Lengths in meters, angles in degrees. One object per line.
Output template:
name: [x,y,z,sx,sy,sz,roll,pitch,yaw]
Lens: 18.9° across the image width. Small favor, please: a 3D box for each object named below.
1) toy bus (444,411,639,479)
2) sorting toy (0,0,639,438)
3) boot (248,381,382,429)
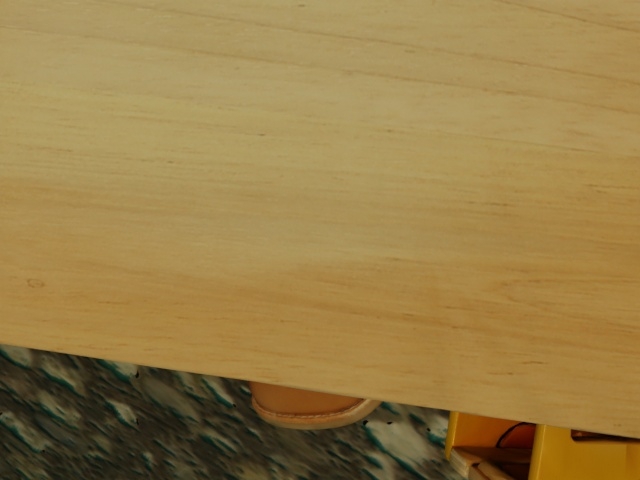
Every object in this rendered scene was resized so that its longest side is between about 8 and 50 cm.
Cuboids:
toy bus: [0.154,0.066,0.777,0.191,0.202,0.104,13,102,24]
sorting toy: [0.026,-0.087,0.482,0.257,0.089,0.255,8,123,8]
boot: [0.000,0.000,0.872,0.197,0.073,0.152,-28,113,40]
